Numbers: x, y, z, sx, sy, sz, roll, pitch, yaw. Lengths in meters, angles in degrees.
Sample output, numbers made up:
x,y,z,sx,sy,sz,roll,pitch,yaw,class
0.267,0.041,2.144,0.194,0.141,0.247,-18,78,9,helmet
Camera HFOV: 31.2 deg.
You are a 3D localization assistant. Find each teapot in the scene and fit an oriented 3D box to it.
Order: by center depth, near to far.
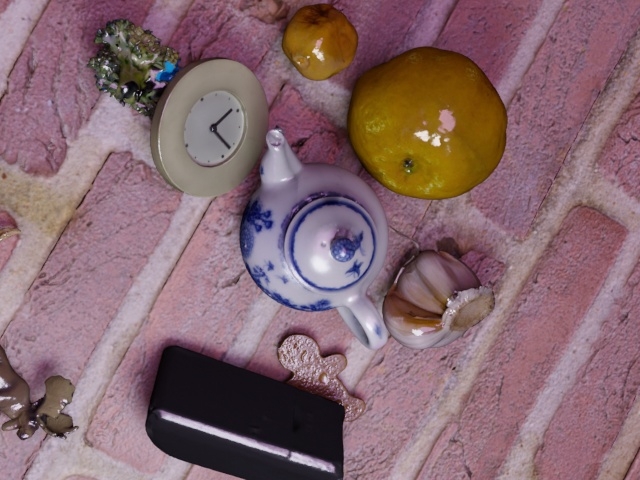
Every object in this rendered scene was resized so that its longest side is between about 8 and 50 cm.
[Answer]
x,y,z,sx,sy,sz,roll,pitch,yaw,class
0.000,0.000,1.901,0.252,0.280,0.424,-30,106,-12,teapot

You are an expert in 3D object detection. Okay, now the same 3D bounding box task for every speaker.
x,y,z,sx,sy,sz,roll,pitch,yaw,class
-0.121,0.350,1.961,0.388,0.180,0.184,21,122,-10,speaker

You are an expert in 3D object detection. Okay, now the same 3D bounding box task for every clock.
x,y,z,sx,sy,sz,roll,pitch,yaw,class
-0.181,-0.187,1.900,0.235,0.029,0.235,-20,120,-39,clock

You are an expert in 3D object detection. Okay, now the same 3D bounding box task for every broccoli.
x,y,z,sx,sy,sz,roll,pitch,yaw,class
-0.297,-0.266,1.836,0.155,0.160,0.167,2,123,-8,broccoli

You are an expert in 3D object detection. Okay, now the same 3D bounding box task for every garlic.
x,y,z,sx,sy,sz,roll,pitch,yaw,class
0.203,0.074,2.007,0.207,0.207,0.256,-29,114,-14,garlic

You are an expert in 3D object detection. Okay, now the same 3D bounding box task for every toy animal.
x,y,z,sx,sy,sz,roll,pitch,yaw,class
-0.503,0.250,1.860,0.186,0.094,0.214,-26,95,-23,toy animal

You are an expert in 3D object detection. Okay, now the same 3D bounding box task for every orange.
x,y,z,sx,sy,sz,roll,pitch,yaw,class
0.184,-0.201,1.956,0.279,0.279,0.235,38,55,-18,orange

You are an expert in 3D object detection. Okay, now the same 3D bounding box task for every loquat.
x,y,z,sx,sy,sz,roll,pitch,yaw,class
0.001,-0.341,1.956,0.137,0.113,0.137,8,72,-24,loquat

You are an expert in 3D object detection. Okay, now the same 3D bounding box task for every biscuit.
x,y,z,sx,sy,sz,roll,pitch,yaw,class
-0.009,0.252,2.056,0.138,0.031,0.205,-33,107,-6,biscuit

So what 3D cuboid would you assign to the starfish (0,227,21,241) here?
x,y,z,sx,sy,sz,roll,pitch,yaw,class
-0.652,-0.004,1.799,0.299,0.060,0.302,33,79,-25,starfish
